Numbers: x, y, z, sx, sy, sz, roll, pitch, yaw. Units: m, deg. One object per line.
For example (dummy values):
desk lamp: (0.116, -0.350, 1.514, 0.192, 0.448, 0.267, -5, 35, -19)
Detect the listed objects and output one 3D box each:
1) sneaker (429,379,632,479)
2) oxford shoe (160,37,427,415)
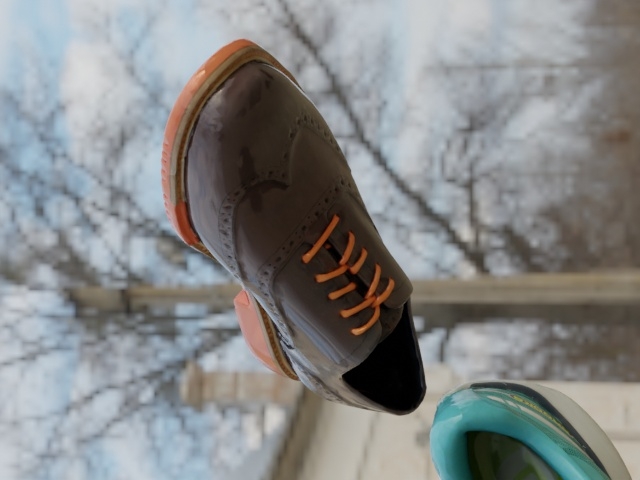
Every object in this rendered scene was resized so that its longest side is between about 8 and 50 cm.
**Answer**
sneaker: (0.142, 0.185, 0.908, 0.275, 0.107, 0.110, 50, -171, 15)
oxford shoe: (0.000, 0.000, 0.928, 0.097, 0.098, 0.271, -50, -31, -15)
